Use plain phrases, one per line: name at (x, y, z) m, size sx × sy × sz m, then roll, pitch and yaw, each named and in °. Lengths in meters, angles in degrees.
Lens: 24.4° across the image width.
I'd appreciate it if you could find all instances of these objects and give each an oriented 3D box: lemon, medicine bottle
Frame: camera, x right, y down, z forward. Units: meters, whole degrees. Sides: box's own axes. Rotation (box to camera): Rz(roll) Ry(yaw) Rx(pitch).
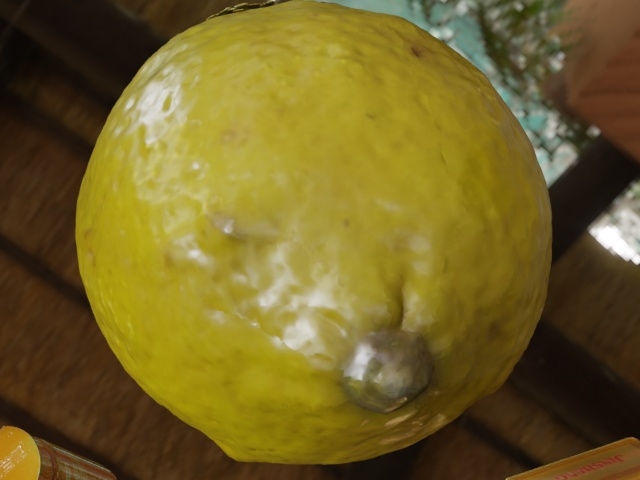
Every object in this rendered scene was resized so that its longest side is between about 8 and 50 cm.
lemon at (0.000, 0.000, 1.086) m, size 0.350 × 0.349 × 0.387 m, roll 25°, pitch -165°, yaw -32°
medicine bottle at (-0.295, 0.266, 1.586) m, size 0.096 × 0.096 × 0.192 m, roll 54°, pitch -176°, yaw 28°

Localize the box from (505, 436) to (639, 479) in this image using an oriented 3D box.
box at (0.269, 0.354, 1.516) m, size 0.174 × 0.274 × 0.076 m, roll -11°, pitch -156°, yaw -29°
